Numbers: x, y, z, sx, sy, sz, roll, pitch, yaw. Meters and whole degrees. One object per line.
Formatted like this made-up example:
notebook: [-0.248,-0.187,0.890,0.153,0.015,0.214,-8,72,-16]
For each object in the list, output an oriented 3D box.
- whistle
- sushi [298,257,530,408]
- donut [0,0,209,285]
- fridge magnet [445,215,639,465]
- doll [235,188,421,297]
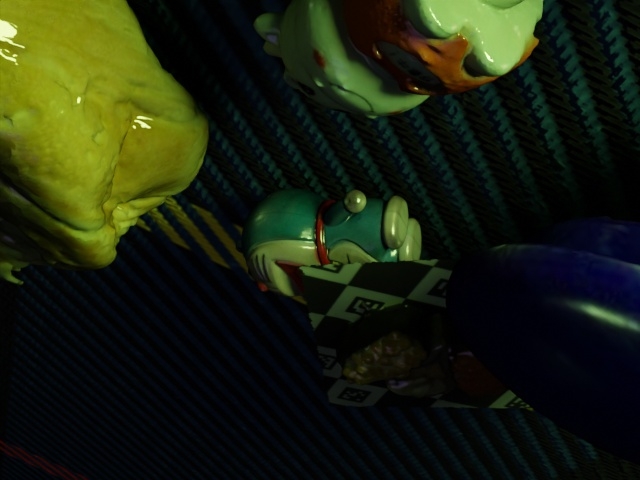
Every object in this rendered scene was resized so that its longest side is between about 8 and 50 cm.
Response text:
whistle: [0.059,-0.127,0.532,0.101,0.106,0.253,-7,171,-42]
sushi: [0.138,0.103,0.805,0.290,0.050,0.264,-2,145,6]
donut: [-0.256,-0.114,0.686,0.360,0.170,0.360,21,151,12]
fridge magnet: [0.204,0.076,0.623,0.265,0.113,0.265,28,161,10]
doll: [0.000,0.000,0.778,0.152,0.085,0.114,-4,146,23]
